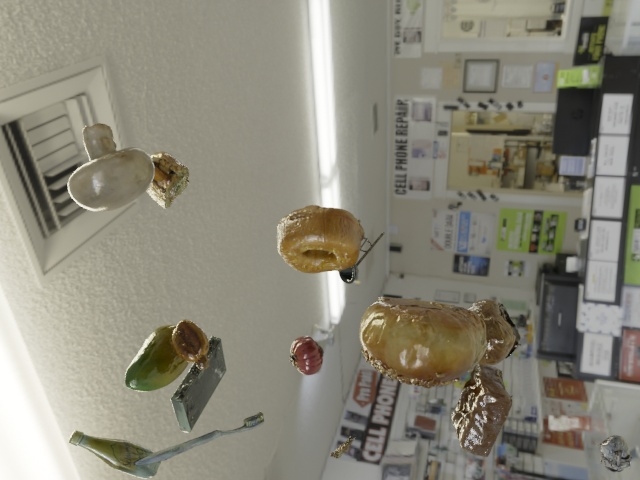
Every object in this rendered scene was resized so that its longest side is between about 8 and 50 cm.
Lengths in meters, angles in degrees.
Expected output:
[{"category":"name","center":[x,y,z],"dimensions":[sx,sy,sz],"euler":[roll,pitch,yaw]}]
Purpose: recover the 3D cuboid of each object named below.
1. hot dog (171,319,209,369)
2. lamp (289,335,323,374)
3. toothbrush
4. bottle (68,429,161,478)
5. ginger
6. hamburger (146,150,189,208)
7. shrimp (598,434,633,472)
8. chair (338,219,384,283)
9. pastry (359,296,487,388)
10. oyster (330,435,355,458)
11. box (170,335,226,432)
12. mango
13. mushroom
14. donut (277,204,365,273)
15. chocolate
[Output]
[{"category":"hot dog","center":[-0.338,0.276,1.442],"dimensions":[0.090,0.140,0.060],"euler":[-48,-27,-8]},{"category":"lamp","center":[-0.038,0.314,1.484],"dimensions":[0.107,0.092,0.108],"euler":[41,139,50]},{"category":"toothbrush","center":[-0.357,0.604,1.646],"dimensions":[0.413,0.035,0.042],"euler":[-11,-79,-31]},{"category":"bottle","center":[-0.598,0.618,1.582],"dimensions":[0.269,0.083,0.083],"euler":[33,-126,-26]},{"category":"ginger","center":[0.618,0.345,2.079],"dimensions":[0.223,0.200,0.269],"euler":[17,-140,-42]},{"category":"hamburger","center":[-0.538,-0.226,1.876],"dimensions":[0.144,0.156,0.283],"euler":[-43,1,-20]},{"category":"shrimp","center":[0.662,0.486,1.220],"dimensions":[0.065,0.056,0.165],"euler":[-34,-56,-12]},{"category":"chair","center":[0.119,0.036,1.870],"dimensions":[0.104,0.095,0.222],"euler":[-28,26,56]},{"category":"pastry","center":[0.315,0.317,1.696],"dimensions":[0.409,0.409,0.245],"euler":[-5,-77,-74]},{"category":"oyster","center":[0.090,0.817,2.151],"dimensions":[0.086,0.029,0.132],"euler":[-58,-28,8]},{"category":"box","center":[-0.397,0.476,1.815],"dimensions":[0.270,0.045,0.211],"euler":[-60,-22,-47]},{"category":"mango","center":[-0.440,0.333,1.519],"dimensions":[0.091,0.137,0.237],"euler":[-48,13,42]},{"category":"mushroom","center":[-0.511,-0.172,1.317],"dimensions":[0.206,0.206,0.209],"euler":[-59,-36,-58]},{"category":"donut","center":[-0.002,-0.001,1.368],"dimensions":[0.227,0.226,0.114],"euler":[67,-156,-59]},{"category":"chocolate","center":[0.407,0.438,1.403],"dimensions":[0.148,0.093,0.214],"euler":[-76,2,-67]}]
